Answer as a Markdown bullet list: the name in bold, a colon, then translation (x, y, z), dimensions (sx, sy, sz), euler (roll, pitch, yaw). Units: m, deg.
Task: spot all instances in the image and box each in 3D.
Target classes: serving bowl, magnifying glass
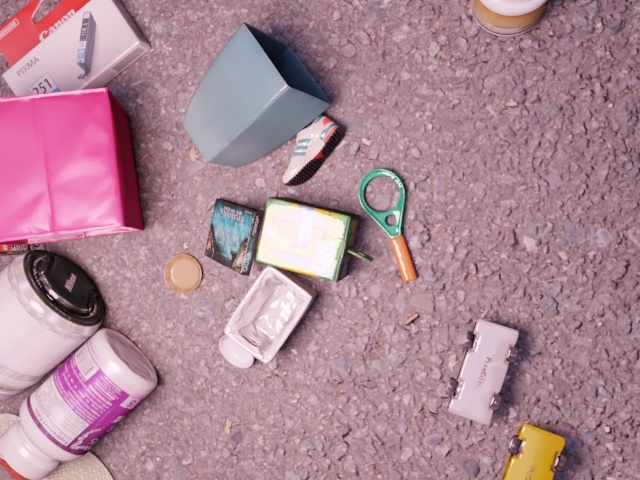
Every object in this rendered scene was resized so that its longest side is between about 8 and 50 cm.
- **serving bowl**: translation (-0.168, 0.223, 1.363), dimensions (0.083, 0.027, 0.083), euler (16, 126, 23)
- **magnifying glass**: translation (0.142, -0.031, 1.308), dimensions (0.092, 0.026, 0.230), euler (-18, 86, 11)

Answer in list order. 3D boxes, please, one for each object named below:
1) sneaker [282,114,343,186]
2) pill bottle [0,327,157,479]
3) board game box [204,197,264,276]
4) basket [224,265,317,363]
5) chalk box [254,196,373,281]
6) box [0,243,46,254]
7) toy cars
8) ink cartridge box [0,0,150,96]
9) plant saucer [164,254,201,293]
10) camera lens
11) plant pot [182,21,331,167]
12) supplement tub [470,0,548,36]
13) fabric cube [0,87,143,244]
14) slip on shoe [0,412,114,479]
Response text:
- **sneaker**: translation (-0.029, -0.183, 1.327), dimensions (0.161, 0.057, 0.075), euler (-49, 66, 10)
- **pill bottle**: translation (-0.496, 0.338, 1.347), dimensions (0.301, 0.169, 0.169), euler (-43, 83, -1)
- **board game box**: translation (-0.174, -0.010, 1.305), dimensions (0.026, 0.186, 0.126), euler (10, 95, -32)
- **basket**: translation (-0.093, 0.142, 1.318), dimensions (0.113, 0.103, 0.167), euler (35, 99, 8)
- **chalk box**: translation (0.000, 0.000, 1.281), dimensions (0.213, 0.132, 0.131), euler (13, 94, 10)
- **box**: translation (-0.663, -0.085, 1.398), dimensions (0.044, 0.159, 0.232), euler (-8, 90, 11)
- **toy cars**: translation (0.347, 0.341, 1.249), dimensions (0.177, 0.087, 0.393), euler (-22, 84, 6)
- **ink cartridge box**: translation (-0.554, -0.432, 1.413), dimensions (0.296, 0.066, 0.261), euler (-35, 86, 10)
- **plant saucer**: translation (-0.290, 0.071, 1.400), dimensions (0.084, 0.015, 0.083), euler (0, 92, 12)
- **camera lens**: translation (-0.609, 0.170, 1.363), dimensions (0.274, 0.219, 0.219), euler (-40, 84, 10)
- **plant pot**: translation (-0.141, -0.260, 1.277), dimensions (0.234, 0.165, 0.165), euler (-40, 71, 22)
- **supplement tub**: translation (0.340, -0.454, 1.163), dimensions (0.145, 0.200, 0.144), euler (0, 92, 11)
- **fabric cube**: translation (-0.504, -0.132, 1.286), dimensions (0.259, 0.254, 0.258), euler (-8, 91, -7)
- **slip on shoe**: translation (-0.586, 0.498, 1.436), dimensions (0.331, 0.123, 0.101), euler (30, 132, 3)
